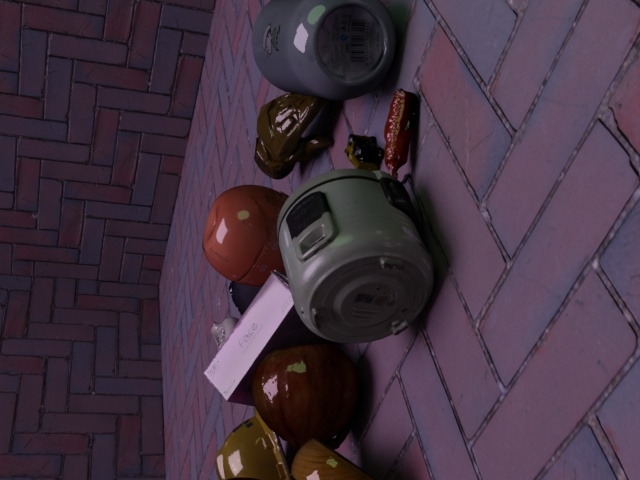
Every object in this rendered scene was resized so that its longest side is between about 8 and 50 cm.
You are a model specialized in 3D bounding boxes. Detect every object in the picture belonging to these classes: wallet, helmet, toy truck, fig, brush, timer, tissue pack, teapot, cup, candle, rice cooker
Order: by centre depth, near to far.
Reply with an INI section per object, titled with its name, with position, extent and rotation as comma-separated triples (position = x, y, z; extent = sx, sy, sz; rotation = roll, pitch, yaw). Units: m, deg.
[rice cooker]
position = 0.047, 0.015, 1.168
extent = 0.244, 0.226, 0.226
rotation = -104, 26, -50
[brush]
position = 0.008, 0.413, 1.193
extent = 0.166, 0.174, 0.267
rotation = -57, 3, -9
[candle]
position = 0.127, -0.161, 1.243
extent = 0.053, 0.048, 0.162
rotation = 3, 78, 30
[fig]
position = -0.019, 0.277, 1.353
extent = 0.205, 0.205, 0.205
rotation = -175, 90, -72
[toy truck]
position = 0.076, -0.157, 1.394
extent = 0.083, 0.049, 0.054
rotation = -114, 33, -54
[cup]
position = 0.005, -0.366, 1.423
extent = 0.312, 0.205, 0.205
rotation = -143, 60, -68
[tissue pack]
position = -0.090, 0.189, 1.460
extent = 0.092, 0.148, 0.246
rotation = 40, 97, 37
[helmet]
position = -0.149, 0.481, 1.640
extent = 0.205, 0.140, 0.257
rotation = 163, 88, -73
[timer]
position = -0.147, -0.011, 1.744
extent = 0.229, 0.215, 0.229
rotation = -164, 90, -69
[wallet]
position = -0.159, 0.107, 2.007
extent = 0.262, 0.071, 0.221
rotation = 59, 138, 48
[teapot]
position = -0.246, 0.293, 2.178
extent = 0.226, 0.092, 0.145
rotation = -130, 45, -64

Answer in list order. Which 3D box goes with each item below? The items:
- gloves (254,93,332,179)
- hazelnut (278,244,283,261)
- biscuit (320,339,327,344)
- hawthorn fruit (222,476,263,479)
[gloves]
position = -0.068, -0.244, 1.712
extent = 0.331, 0.141, 0.154
rotation = 136, 138, -63
[hazelnut]
position = -0.003, 0.007, 1.391
extent = 0.170, 0.160, 0.202
rotation = -55, 11, -20
[biscuit]
position = -0.072, 0.234, 1.660
extent = 0.326, 0.107, 0.325
rotation = -178, 90, -70
[hawthorn fruit]
position = -0.130, 0.537, 1.327
extent = 0.285, 0.369, 0.285
rotation = -57, -10, -17
